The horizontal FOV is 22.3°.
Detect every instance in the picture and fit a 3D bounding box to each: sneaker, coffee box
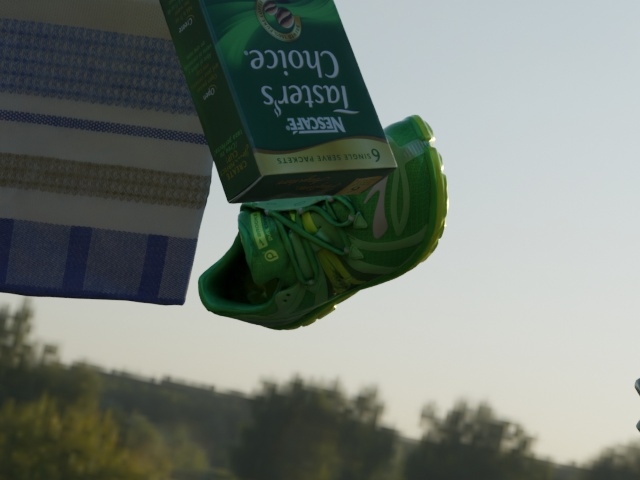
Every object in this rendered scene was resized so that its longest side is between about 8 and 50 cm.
[{"bbox_3d":[0.000,0.000,1.374,0.123,0.109,0.295,-2,-28,-41],"label":"sneaker"},{"bbox_3d":[-0.031,-0.114,0.976,0.113,0.184,0.040,-4,-22,-42],"label":"coffee box"}]

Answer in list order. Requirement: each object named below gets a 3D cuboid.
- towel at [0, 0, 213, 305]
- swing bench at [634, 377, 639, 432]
[{"bbox_3d":[-0.170,-0.091,1.111,0.209,0.285,0.034,5,23,-14],"label":"towel"},{"bbox_3d":[0.451,0.121,1.637,0.165,0.253,0.254,36,12,7],"label":"swing bench"}]
